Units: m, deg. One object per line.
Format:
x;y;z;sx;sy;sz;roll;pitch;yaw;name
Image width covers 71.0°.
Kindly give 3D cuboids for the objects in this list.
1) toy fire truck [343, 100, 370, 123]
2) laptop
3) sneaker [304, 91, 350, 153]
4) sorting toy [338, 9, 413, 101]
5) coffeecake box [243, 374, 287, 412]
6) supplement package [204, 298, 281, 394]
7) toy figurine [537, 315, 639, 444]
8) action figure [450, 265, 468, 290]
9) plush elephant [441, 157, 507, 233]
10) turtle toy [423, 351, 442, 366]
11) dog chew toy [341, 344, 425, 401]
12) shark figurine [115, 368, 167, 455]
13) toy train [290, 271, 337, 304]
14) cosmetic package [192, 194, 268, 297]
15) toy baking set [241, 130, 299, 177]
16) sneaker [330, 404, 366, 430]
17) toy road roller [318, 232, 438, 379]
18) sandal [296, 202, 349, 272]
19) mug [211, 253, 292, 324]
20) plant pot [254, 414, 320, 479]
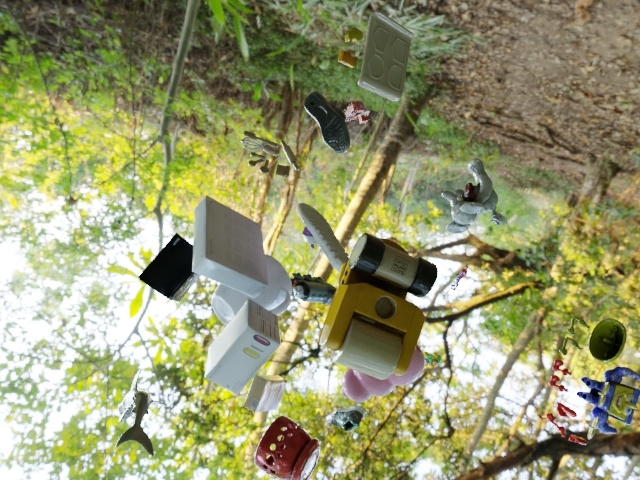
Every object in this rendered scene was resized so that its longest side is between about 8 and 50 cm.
0.176;-0.586;2.059;0.136;0.047;0.192;-12;177;-16;toy fire truck
-0.600;0.121;1.889;0.137;0.234;0.264;38;169;3;laptop
0.047;-0.346;1.362;0.130;0.087;0.227;12;-140;-52;sneaker
0.176;-0.596;1.432;0.308;0.228;0.041;5;-171;-44;sorting toy
-0.239;0.671;1.979;0.068;0.142;0.185;17;172;29;coffeecake box
-0.287;0.389;1.663;0.145;0.261;0.204;35;-168;-19;supplement package
0.834;0.426;1.320;0.217;0.362;0.191;23;172;-16;toy figurine
0.530;0.140;1.708;0.030;0.115;0.038;26;-145;1;action figure
0.692;-0.174;2.123;0.256;0.271;0.329;-16;-117;-29;plush elephant
0.562;0.614;2.316;0.130;0.066;0.095;-3;155;30;turtle toy
0.220;0.481;1.676;0.206;0.332;0.206;52;-172;-10;dog chew toy
-0.482;0.467;1.245;0.116;0.166;0.278;28;167;-25;shark figurine
-0.049;0.278;2.533;0.334;0.142;0.190;15;-169;-47;toy train
-0.360;0.020;1.791;0.285;0.097;0.377;32;-152;-34;cosmetic package
-0.193;-0.336;1.699;0.197;0.030;0.256;-4;-127;-29;toy baking set
0.085;0.621;1.546;0.065;0.166;0.076;41;-138;-11;sneaker
0.123;0.154;1.111;0.203;0.329;0.240;24;167;-11;toy road roller
-0.010;-0.005;1.790;0.169;0.102;0.416;27;-157;-44;sandal
-0.308;0.267;2.135;0.374;0.275;0.328;16;-145;37;mug
-0.103;0.726;1.542;0.174;0.190;0.191;19;-166;23;plant pot
